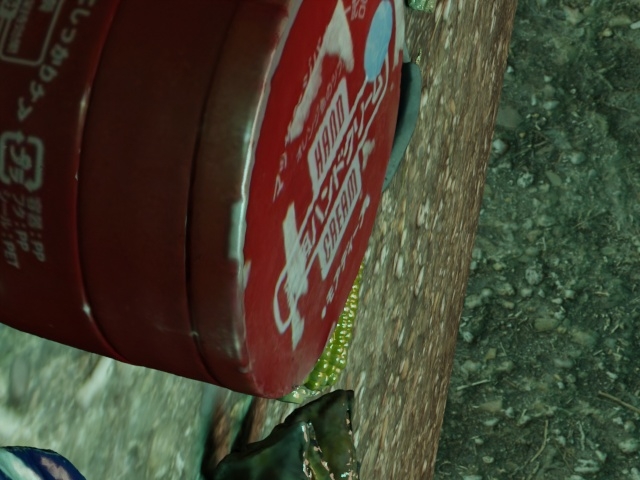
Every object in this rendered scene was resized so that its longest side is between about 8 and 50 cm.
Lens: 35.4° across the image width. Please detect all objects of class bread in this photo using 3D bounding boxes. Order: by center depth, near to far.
[{"bbox_3d":[0.131,-0.315,1.237,0.083,0.035,0.070,-24,125,-77],"label":"bread"}]

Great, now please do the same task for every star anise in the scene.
[{"bbox_3d":[-0.043,0.276,0.847,0.331,0.118,0.331,-49,147,-47],"label":"star anise"}]

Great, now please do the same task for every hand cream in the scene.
[{"bbox_3d":[-0.060,-0.049,0.462,0.230,0.150,0.230,13,90,-77],"label":"hand cream"}]

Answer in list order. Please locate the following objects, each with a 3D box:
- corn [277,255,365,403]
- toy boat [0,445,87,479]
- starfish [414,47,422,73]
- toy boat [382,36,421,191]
[{"bbox_3d":[0.000,0.000,0.871,0.086,0.087,0.288,24,75,-76],"label":"corn"},{"bbox_3d":[-0.171,0.226,0.412,0.210,0.071,0.291,69,38,-57],"label":"toy boat"},{"bbox_3d":[0.123,-0.205,1.331,0.092,0.016,0.086,-72,164,-45],"label":"starfish"},{"bbox_3d":[-0.002,-0.085,0.696,0.309,0.129,0.142,-63,170,-46],"label":"toy boat"}]
